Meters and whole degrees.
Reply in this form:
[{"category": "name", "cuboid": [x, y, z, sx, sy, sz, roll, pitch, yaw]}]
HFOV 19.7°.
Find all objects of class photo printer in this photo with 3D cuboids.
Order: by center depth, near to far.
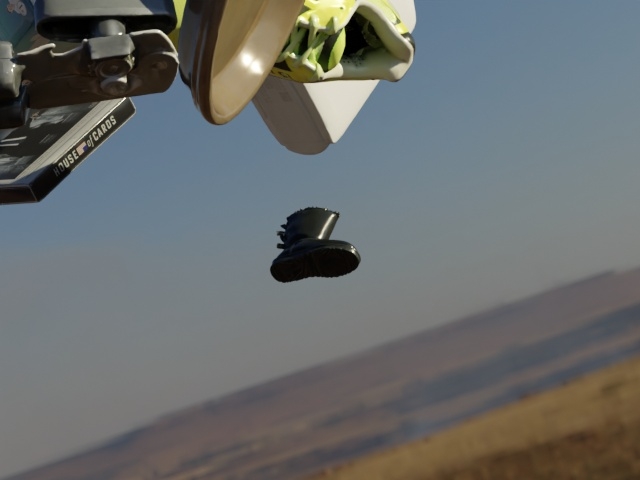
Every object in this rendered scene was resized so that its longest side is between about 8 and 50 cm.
[{"category": "photo printer", "cuboid": [0.001, -0.301, 2.364, 0.107, 0.256, 0.307, 0, 43, 38]}]

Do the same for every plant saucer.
[{"category": "plant saucer", "cuboid": [-0.046, -0.226, 1.476, 0.041, 0.278, 0.278, 24, 2, 9]}]

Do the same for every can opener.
[{"category": "can opener", "cuboid": [-0.245, -0.132, 1.357, 0.283, 0.095, 0.076, -7, -29, -4]}]

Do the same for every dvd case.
[{"category": "dvd case", "cuboid": [-0.338, -0.095, 2.003, 0.239, 0.029, 0.179, -1, 35, 38]}]

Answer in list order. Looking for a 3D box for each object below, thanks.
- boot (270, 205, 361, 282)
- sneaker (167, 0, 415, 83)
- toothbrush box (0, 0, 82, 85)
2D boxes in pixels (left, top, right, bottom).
[{"category": "boot", "cuboid": [0.001, 0.000, 2.151, 0.121, 0.045, 0.099, -12, 34, 28]}, {"category": "sneaker", "cuboid": [-0.054, -0.222, 1.718, 0.385, 0.147, 0.145, -4, -58, -47]}, {"category": "toothbrush box", "cuboid": [-0.315, -0.281, 2.112, 0.216, 0.126, 0.295, -30, -4, -32]}]
